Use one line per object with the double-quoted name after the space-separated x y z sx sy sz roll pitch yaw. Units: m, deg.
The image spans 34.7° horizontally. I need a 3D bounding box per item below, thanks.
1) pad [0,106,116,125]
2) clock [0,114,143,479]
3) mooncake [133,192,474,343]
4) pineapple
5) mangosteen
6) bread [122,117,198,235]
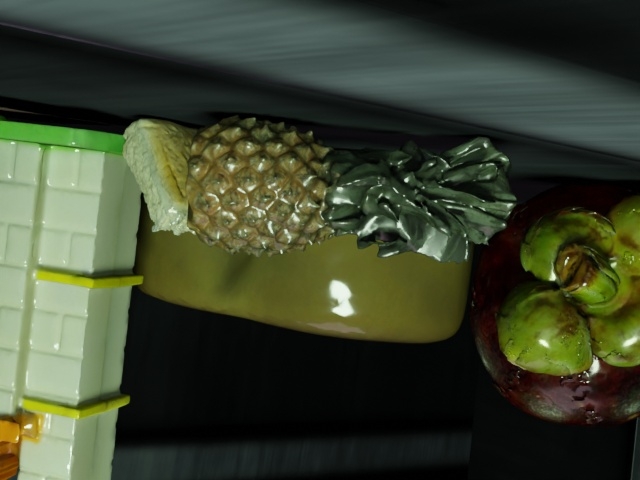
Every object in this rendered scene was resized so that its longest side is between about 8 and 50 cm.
-0.219 -0.079 0.560 0.188 0.006 0.113 6 -178 -36 "pad"
-0.224 0.051 0.618 0.220 0.255 0.106 7 -178 18 "clock"
0.000 0.000 0.714 0.235 0.117 0.235 6 -178 0 "mooncake"
0.015 -0.024 0.506 0.159 0.074 0.074 4 180 6 "pineapple"
0.175 0.038 0.667 0.166 0.166 0.180 6 169 11 "mangosteen"
-0.069 -0.035 0.578 0.083 0.070 0.035 -2 147 -49 "bread"
